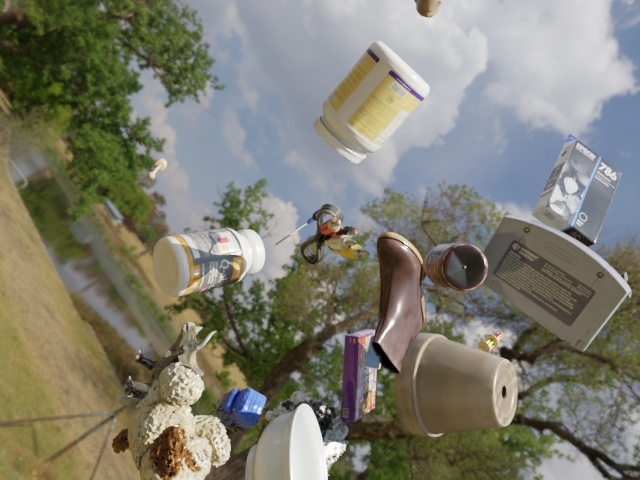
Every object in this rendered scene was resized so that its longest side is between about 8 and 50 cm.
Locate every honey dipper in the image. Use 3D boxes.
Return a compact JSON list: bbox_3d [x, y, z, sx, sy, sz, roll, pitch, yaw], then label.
[{"bbox_3d":[-0.430,-0.187,1.372,0.030,0.030,0.160,61,2,-21],"label":"honey dipper"}]

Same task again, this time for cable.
[{"bbox_3d":[0.000,0.000,1.234,0.139,0.072,0.287,49,-31,-12],"label":"cable"}]

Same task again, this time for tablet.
[{"bbox_3d":[0.140,0.285,1.328,0.006,0.083,0.054,30,-23,-35],"label":"tablet"}]

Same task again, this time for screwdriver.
[{"bbox_3d":[-0.040,-0.034,1.281,0.025,0.170,0.024,41,-17,35],"label":"screwdriver"}]

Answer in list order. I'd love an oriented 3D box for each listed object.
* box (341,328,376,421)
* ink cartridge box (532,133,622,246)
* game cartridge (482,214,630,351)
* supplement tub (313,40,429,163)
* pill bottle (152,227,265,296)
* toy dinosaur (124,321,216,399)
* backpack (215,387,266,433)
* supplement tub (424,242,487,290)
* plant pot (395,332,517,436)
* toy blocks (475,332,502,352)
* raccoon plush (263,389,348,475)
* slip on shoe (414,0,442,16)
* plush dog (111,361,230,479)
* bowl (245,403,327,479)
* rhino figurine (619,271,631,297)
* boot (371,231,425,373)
[{"bbox_3d":[0.144,0.475,1.869,0.057,0.293,0.201,2,-1,26],"label":"box"},{"bbox_3d":[0.702,-0.149,1.401,0.165,0.332,0.065,35,-27,-3],"label":"ink cartridge box"},{"bbox_3d":[0.507,0.080,1.162,0.297,0.062,0.198,39,-65,29],"label":"game cartridge"},{"bbox_3d":[0.158,-0.436,1.674,0.241,0.331,0.241,36,22,-18],"label":"supplement tub"},{"bbox_3d":[-0.300,0.051,1.431,0.162,0.278,0.162,12,-74,44],"label":"pill bottle"},{"bbox_3d":[-0.337,0.326,1.151,0.121,0.160,0.313,-92,-165,-59],"label":"toy dinosaur"},{"bbox_3d":[-0.204,0.433,1.336,0.101,0.098,0.120,35,-41,-20],"label":"backpack"},{"bbox_3d":[0.299,0.059,1.190,0.106,0.106,0.198,55,-3,0],"label":"supplement tub"},{"bbox_3d":[0.430,0.448,1.587,0.280,0.323,0.323,-5,-57,39],"label":"plant pot"},{"bbox_3d":[0.668,0.396,2.033,0.054,0.148,0.123,49,-34,22],"label":"toy blocks"},{"bbox_3d":[-0.105,0.701,1.699,0.216,0.446,0.299,39,-40,-16],"label":"raccoon plush"},{"bbox_3d":[0.176,-0.390,0.858,0.135,0.051,0.041,-79,177,-66],"label":"slip on shoe"},{"bbox_3d":[-0.279,0.396,0.961,0.225,0.210,0.262,-135,-154,-58],"label":"plush dog"},{"bbox_3d":[-0.081,0.529,1.173,0.298,0.134,0.298,-12,90,-79],"label":"bowl"},{"bbox_3d":[0.643,0.101,1.239,0.106,0.243,0.073,-5,-102,47],"label":"rhino figurine"},{"bbox_3d":[0.155,0.130,1.090,0.090,0.207,0.248,-2,-49,34],"label":"boot"}]
